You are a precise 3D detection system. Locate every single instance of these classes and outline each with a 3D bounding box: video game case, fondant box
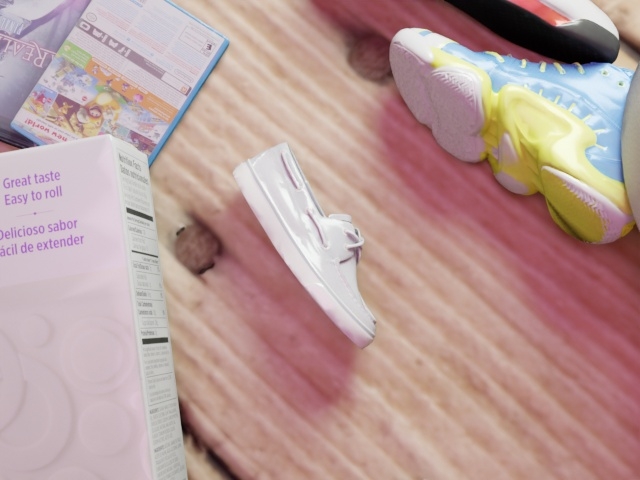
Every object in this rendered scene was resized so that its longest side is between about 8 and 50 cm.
[{"bbox_3d":[-0.286,-0.235,0.861,0.196,0.026,0.274,20,83,11],"label":"video game case"},{"bbox_3d":[-0.173,-0.136,0.819,0.119,0.015,0.166,32,86,-3],"label":"video game case"},{"bbox_3d":[-0.244,0.101,0.752,0.238,0.096,0.330,-9,83,7],"label":"fondant box"}]

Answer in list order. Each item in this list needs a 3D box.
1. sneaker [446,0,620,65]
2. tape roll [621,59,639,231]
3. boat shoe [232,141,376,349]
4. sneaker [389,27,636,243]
[{"bbox_3d":[0.146,-0.258,0.768,0.270,0.090,0.145,30,89,14],"label":"sneaker"},{"bbox_3d":[0.411,-0.060,0.658,0.392,0.072,0.392,1,68,-1],"label":"tape roll"},{"bbox_3d":[0.000,0.000,0.766,0.063,0.066,0.184,-35,68,2],"label":"boat shoe"},{"bbox_3d":[0.172,-0.107,0.755,0.240,0.091,0.126,44,71,13],"label":"sneaker"}]
